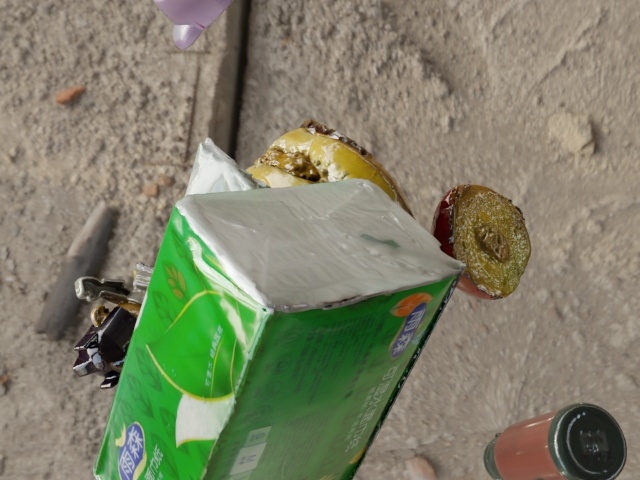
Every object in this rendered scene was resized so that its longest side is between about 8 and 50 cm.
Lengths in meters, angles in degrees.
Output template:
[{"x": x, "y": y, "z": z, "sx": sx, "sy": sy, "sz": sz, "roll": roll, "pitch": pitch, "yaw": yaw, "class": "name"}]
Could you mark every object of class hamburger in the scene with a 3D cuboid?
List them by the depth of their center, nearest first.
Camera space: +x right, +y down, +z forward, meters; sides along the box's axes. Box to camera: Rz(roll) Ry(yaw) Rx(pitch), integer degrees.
[{"x": 0.006, "y": 0.006, "z": 0.673, "sx": 0.118, "sy": 0.182, "sz": 0.191, "roll": -42, "pitch": 103, "yaw": -14, "class": "hamburger"}]

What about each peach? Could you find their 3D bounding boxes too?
[{"x": 0.122, "y": 0.004, "z": 0.663, "sx": 0.098, "sy": 0.061, "sz": 0.098, "roll": 12, "pitch": 66, "yaw": -29, "class": "peach"}]

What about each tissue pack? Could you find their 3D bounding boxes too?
[{"x": -0.044, "y": 0.062, "z": 0.486, "sx": 0.156, "sy": 0.148, "sz": 0.209, "roll": 46, "pitch": 128, "yaw": 36, "class": "tissue pack"}]

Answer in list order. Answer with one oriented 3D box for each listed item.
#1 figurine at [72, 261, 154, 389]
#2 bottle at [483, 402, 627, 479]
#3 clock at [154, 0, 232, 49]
[{"x": -0.406, "y": 0.188, "z": 1.746, "sx": 0.308, "sy": 0.308, "sz": 0.143, "roll": 57, "pitch": 133, "yaw": 18, "class": "figurine"}, {"x": 0.423, "y": 0.400, "z": 1.534, "sx": 0.144, "sy": 0.336, "sz": 0.144, "roll": 5, "pitch": 69, "yaw": -14, "class": "bottle"}, {"x": -0.134, "y": -0.271, "z": 0.821, "sx": 0.110, "sy": 0.050, "sz": 0.153, "roll": -44, "pitch": 39, "yaw": 25, "class": "clock"}]
